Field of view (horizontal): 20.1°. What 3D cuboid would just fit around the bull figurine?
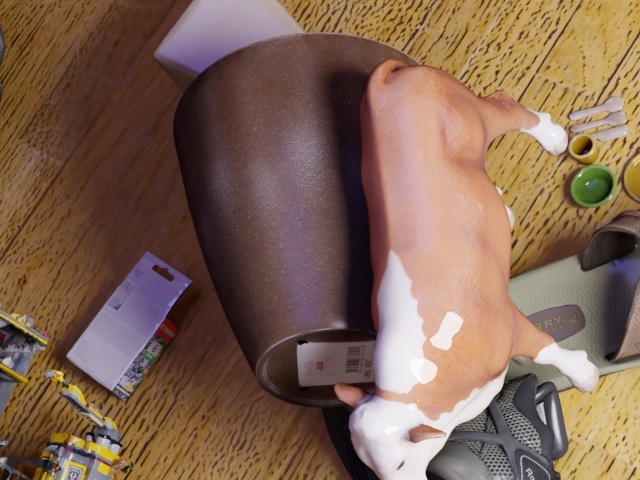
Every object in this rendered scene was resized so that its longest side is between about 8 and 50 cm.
[{"bbox_3d":[0.095,0.027,1.248,0.101,0.188,0.310,-15,70,44],"label":"bull figurine"}]

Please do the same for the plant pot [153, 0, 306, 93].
[{"bbox_3d":[-0.061,-0.158,1.556,0.096,0.109,0.109,33,83,22],"label":"plant pot"}]

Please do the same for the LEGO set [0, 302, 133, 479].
[{"bbox_3d":[-0.298,0.089,1.440,0.255,0.331,0.192,-5,60,47],"label":"LEGO set"}]

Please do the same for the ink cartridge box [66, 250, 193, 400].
[{"bbox_3d":[-0.156,0.072,1.530,0.063,0.029,0.115,32,81,35],"label":"ink cartridge box"}]

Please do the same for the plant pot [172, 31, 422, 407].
[{"bbox_3d":[0.000,0.000,1.358,0.215,0.215,0.230,-19,51,17],"label":"plant pot"}]

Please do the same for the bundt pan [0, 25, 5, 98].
[{"bbox_3d":[-0.442,-0.158,1.709,0.331,0.124,0.331,-7,61,13],"label":"bundt pan"}]

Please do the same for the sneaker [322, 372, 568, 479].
[{"bbox_3d":[0.097,0.145,1.342,0.130,0.087,0.227,-23,21,-27],"label":"sneaker"}]

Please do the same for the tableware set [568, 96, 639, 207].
[{"bbox_3d":[0.265,-0.081,1.402,0.154,0.024,0.104,-14,61,19],"label":"tableware set"}]

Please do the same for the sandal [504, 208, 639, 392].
[{"bbox_3d":[0.227,0.034,1.300,0.303,0.086,0.120,-28,65,22],"label":"sandal"}]
